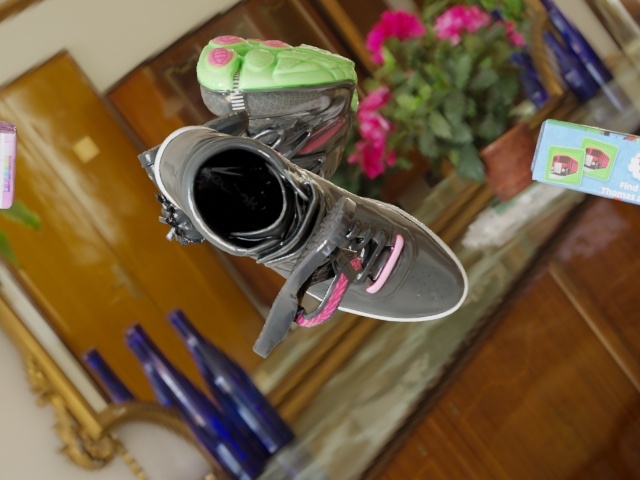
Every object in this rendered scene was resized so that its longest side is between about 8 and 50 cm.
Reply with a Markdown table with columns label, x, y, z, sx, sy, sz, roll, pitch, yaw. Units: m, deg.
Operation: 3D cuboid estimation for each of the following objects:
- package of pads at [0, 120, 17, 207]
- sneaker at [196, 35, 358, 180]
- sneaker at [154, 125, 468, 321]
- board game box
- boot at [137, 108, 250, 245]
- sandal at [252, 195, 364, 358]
| label | x | y | z | sx | sy | sz | roll | pitch | yaw |
| --- | --- | --- | --- | --- | --- | --- | --- | --- | --- |
| package of pads | -0.332 | -0.080 | 1.255 | 0.032 | 0.083 | 0.050 | 1 | 20 | -18 |
| sneaker | -0.043 | -0.145 | 1.607 | 0.483 | 0.185 | 0.202 | 21 | -100 | -77 |
| sneaker | 0.000 | 0.000 | 0.994 | 0.104 | 0.296 | 0.147 | -62 | 11 | 4 |
| board game box | 0.230 | -0.031 | 0.702 | 0.160 | 0.211 | 0.039 | -28 | -48 | -79 |
| boot | -0.105 | -0.058 | 1.142 | 0.121 | 0.099 | 0.045 | -28 | 12 | -11 |
| sandal | -0.001 | 0.030 | 0.805 | 0.067 | 0.040 | 0.179 | -56 | -3 | -34 |
